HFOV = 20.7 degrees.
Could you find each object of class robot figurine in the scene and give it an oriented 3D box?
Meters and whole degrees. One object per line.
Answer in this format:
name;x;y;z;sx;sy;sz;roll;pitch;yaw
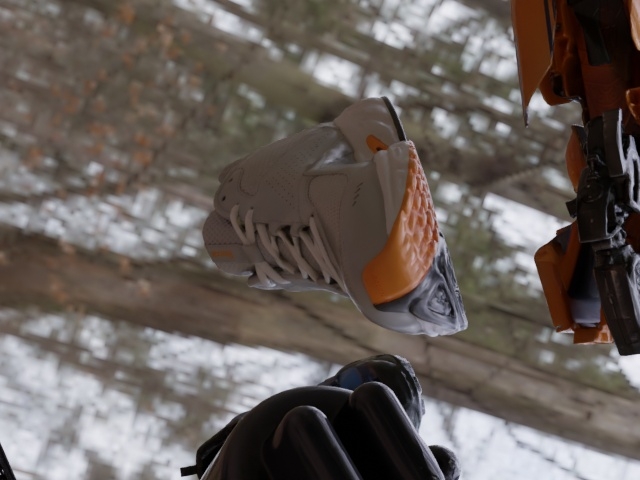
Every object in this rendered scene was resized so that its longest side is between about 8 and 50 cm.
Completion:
robot figurine;-0.014;0.211;1.255;0.278;0.209;0.174;121;-16;-50
robot figurine;0.170;-0.063;0.973;0.085;0.211;0.291;-10;-99;31

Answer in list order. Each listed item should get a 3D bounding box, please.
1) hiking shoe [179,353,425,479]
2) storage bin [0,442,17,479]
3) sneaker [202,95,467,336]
hiking shoe;-0.013;0.210;1.847;0.304;0.132;0.113;-33;-104;46
storage bin;-0.280;0.182;1.202;0.084;0.122;0.180;-9;-74;52
sneaker;0.000;0.000;0.906;0.262;0.121;0.099;-106;179;-77
